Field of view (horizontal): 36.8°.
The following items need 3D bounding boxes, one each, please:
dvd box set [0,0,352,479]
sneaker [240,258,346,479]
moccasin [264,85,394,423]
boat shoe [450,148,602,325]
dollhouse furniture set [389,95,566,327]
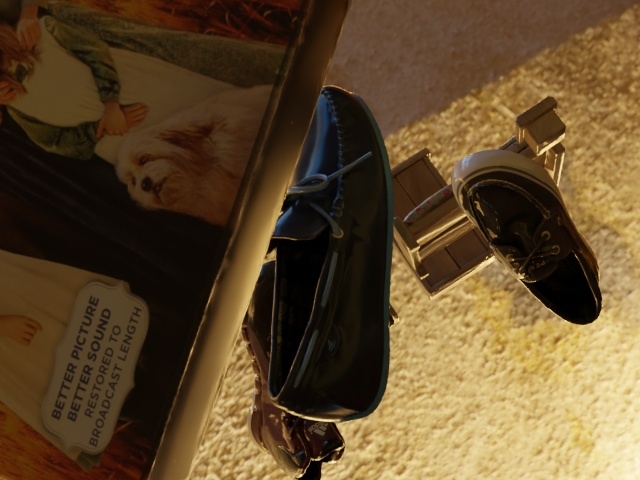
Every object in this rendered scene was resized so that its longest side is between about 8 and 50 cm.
[{"bbox_3d":[-0.223,-0.061,0.548,0.420,0.308,0.062,22,-174,17],"label":"dvd box set"},{"bbox_3d":[-0.017,0.169,1.138,0.106,0.281,0.162,-15,-150,-23],"label":"sneaker"},{"bbox_3d":[0.000,0.000,0.933,0.116,0.137,0.342,8,-114,-30],"label":"moccasin"},{"bbox_3d":[0.191,0.007,0.858,0.228,0.080,0.076,45,-151,-42],"label":"boat shoe"},{"bbox_3d":[0.102,-0.054,1.122,0.303,0.355,0.174,-33,-109,-1],"label":"dollhouse furniture set"}]
